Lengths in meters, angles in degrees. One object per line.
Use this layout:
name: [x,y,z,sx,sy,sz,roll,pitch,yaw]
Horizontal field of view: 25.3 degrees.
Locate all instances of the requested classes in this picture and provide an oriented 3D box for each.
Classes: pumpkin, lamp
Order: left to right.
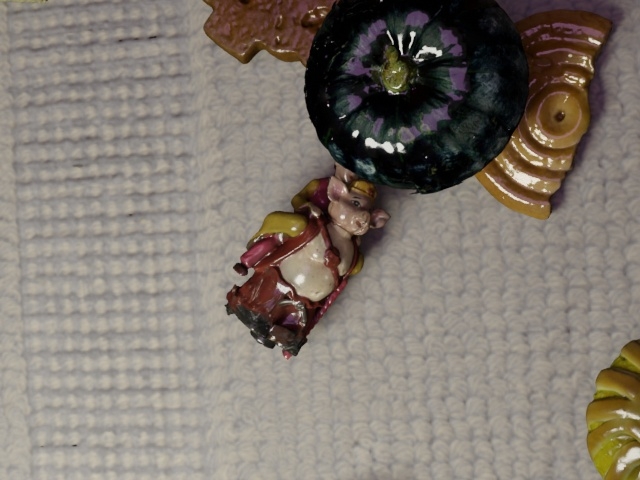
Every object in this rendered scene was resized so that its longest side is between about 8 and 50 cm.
lamp: [0.000,0.000,1.538,0.118,0.118,0.253,37,92,12]
pumpkin: [0.095,-0.163,1.457,0.233,0.163,0.233,-1,87,20]

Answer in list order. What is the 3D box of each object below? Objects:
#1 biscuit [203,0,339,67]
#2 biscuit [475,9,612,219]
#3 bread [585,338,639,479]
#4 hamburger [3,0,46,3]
biscuit: [-0.014,-0.327,1.573,0.278,0.043,0.301,43,101,12]
biscuit: [0.218,-0.146,1.516,0.144,0.033,0.224,21,96,14]
bread: [0.371,0.183,1.443,0.213,0.104,0.213,0,89,18]
hamburger: [-0.419,-0.342,1.641,0.207,0.135,0.155,13,96,13]
